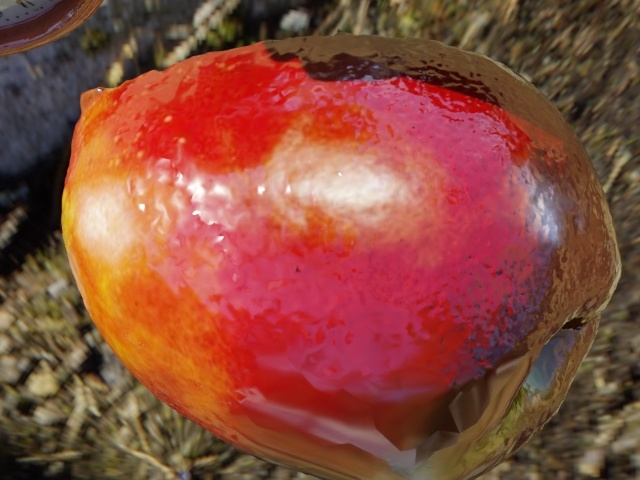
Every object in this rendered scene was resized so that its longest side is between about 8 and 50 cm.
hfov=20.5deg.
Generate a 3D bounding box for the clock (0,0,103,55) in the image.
[{"bbox_3d":[-0.244,-0.202,1.247,0.205,0.205,0.051,-6,58,-5],"label":"clock"}]

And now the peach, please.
[{"bbox_3d":[0.000,0.000,1.060,0.338,0.281,0.281,29,80,24],"label":"peach"}]
